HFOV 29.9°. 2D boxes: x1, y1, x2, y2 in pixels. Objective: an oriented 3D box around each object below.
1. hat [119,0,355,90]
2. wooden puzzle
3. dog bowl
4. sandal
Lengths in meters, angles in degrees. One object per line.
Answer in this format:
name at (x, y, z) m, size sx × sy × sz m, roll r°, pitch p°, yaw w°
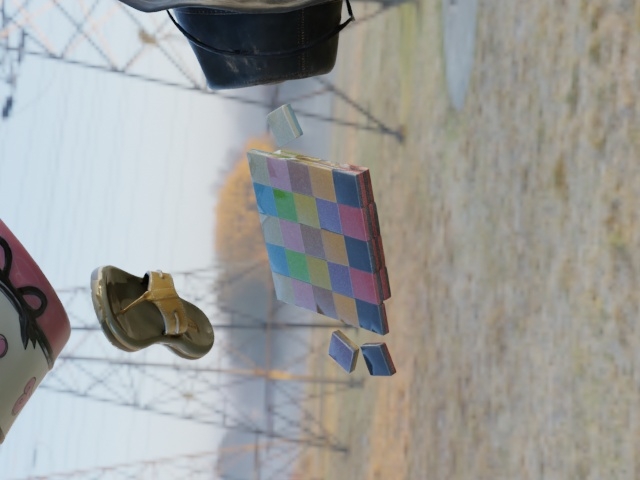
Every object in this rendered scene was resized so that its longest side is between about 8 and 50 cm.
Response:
hat at (-0.064, -0.222, 1.221) m, size 0.331 × 0.331 × 0.134 m, roll -88°, pitch -7°, yaw -65°
wooden puzzle at (0.000, 0.000, 0.349) m, size 0.049 × 0.006 × 0.083 m, roll 16°, pitch 124°, yaw 48°
dog bowl at (-0.445, 0.034, 1.332) m, size 0.150 × 0.408 × 0.408 m, roll -45°, pitch -19°, yaw -22°
sandal at (-0.126, 0.054, 0.959) m, size 0.180 × 0.049 × 0.072 m, roll 28°, pitch -143°, yaw -62°
